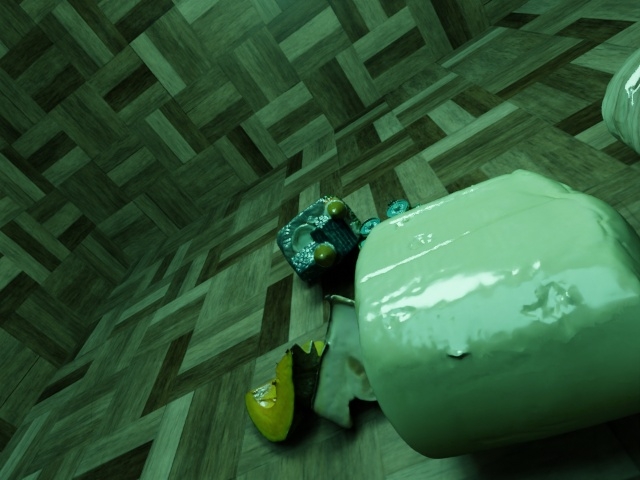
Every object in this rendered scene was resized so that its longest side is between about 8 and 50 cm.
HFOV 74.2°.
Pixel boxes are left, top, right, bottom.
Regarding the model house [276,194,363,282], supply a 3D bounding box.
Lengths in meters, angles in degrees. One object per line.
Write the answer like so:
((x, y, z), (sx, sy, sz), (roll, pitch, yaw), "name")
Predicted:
((0.000, 0.000, 1.191), (0.253, 0.184, 0.291), (-35, 7, 4), "model house")

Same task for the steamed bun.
((0.268, 0.096, 0.640), (0.372, 0.289, 0.455), (-23, 20, 21), "steamed bun")

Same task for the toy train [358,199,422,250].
((0.201, -0.009, 1.113), (0.203, 0.112, 0.163), (-35, 30, 10), "toy train")

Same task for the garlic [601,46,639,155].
((0.696, -0.285, 0.764), (0.318, 0.259, 0.317), (-32, 28, 20), "garlic")

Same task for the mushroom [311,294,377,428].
((0.087, 0.238, 0.849), (0.162, 0.173, 0.236), (10, 87, 17), "mushroom")

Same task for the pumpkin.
((-0.046, 0.325, 0.894), (0.254, 0.131, 0.149), (-52, 52, 36), "pumpkin")
